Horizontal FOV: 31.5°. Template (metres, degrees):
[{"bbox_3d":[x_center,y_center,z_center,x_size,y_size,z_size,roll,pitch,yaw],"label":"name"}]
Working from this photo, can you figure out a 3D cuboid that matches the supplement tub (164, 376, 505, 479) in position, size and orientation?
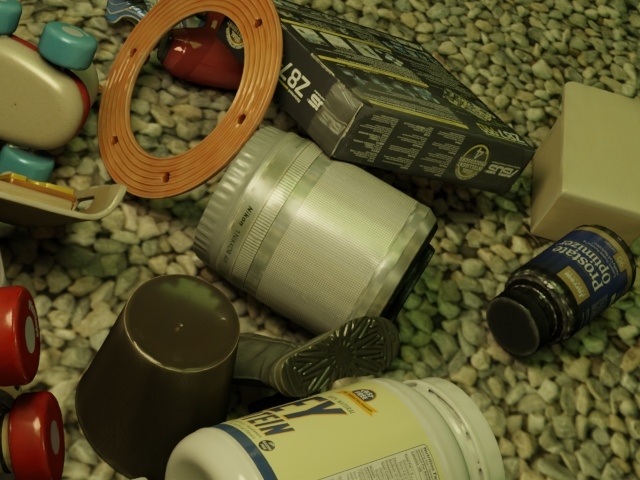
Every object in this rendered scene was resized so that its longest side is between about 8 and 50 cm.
[{"bbox_3d":[0.018,0.286,1.255,0.325,0.235,0.235,-12,58,-31],"label":"supplement tub"}]

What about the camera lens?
[{"bbox_3d":[0.000,0.000,1.490,0.274,0.219,0.219,31,49,5],"label":"camera lens"}]

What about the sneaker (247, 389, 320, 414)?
[{"bbox_3d":[-0.048,0.207,1.420,0.089,0.051,0.170,13,53,-16],"label":"sneaker"}]

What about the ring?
[{"bbox_3d":[-0.180,-0.212,1.565,0.032,0.337,0.336,26,37,-47],"label":"ring"}]

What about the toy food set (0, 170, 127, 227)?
[{"bbox_3d":[-0.411,-0.089,1.362,0.306,0.220,0.092,16,79,-33],"label":"toy food set"}]

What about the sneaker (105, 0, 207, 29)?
[{"bbox_3d":[-0.239,-0.343,1.787,0.211,0.080,0.081,22,87,-14],"label":"sneaker"}]

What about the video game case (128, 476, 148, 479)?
[{"bbox_3d":[-0.277,0.427,1.173,0.300,0.036,0.329,-9,56,-25],"label":"video game case"}]

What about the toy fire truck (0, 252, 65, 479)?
[{"bbox_3d":[-0.368,0.129,1.225,0.169,0.302,0.254,-6,25,0],"label":"toy fire truck"}]

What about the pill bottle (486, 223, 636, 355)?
[{"bbox_3d":[0.341,0.073,1.619,0.219,0.122,0.123,-31,68,-34],"label":"pill bottle"}]

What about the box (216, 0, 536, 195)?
[{"bbox_3d":[0.086,-0.214,1.644,0.395,0.097,0.318,7,31,-46],"label":"box"}]

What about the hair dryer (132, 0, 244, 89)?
[{"bbox_3d":[-0.158,-0.341,1.727,0.224,0.080,0.293,-34,111,-9],"label":"hair dryer"}]

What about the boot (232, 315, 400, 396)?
[{"bbox_3d":[-0.031,0.139,1.387,0.190,0.208,0.076,-13,90,-30],"label":"boot"}]

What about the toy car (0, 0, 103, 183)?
[{"bbox_3d":[-0.397,-0.224,1.578,0.210,0.219,0.238,25,20,1],"label":"toy car"}]

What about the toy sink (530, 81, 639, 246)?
[{"bbox_3d":[0.427,-0.111,1.793,0.153,0.131,0.234,15,54,-8],"label":"toy sink"}]

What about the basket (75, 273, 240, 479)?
[{"bbox_3d":[-0.179,0.152,1.300,0.204,0.227,0.154,40,51,14],"label":"basket"}]
